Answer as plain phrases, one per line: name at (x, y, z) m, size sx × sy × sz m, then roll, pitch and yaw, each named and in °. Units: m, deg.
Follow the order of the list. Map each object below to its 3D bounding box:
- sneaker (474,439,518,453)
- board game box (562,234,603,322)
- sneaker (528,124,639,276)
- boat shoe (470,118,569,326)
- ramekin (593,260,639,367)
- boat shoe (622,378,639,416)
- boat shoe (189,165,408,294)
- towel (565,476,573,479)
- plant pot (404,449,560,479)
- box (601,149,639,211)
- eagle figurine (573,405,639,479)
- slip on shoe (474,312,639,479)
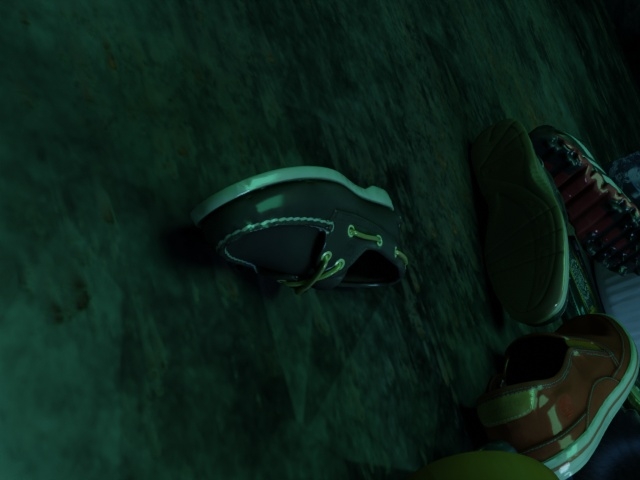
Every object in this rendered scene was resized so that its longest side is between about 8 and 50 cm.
sneaker at (0.184, 0.297, 0.605) m, size 0.111 × 0.121 × 0.300 m, roll 8°, pitch 63°, yaw -57°
board game box at (0.364, 0.083, 1.141) m, size 0.126 × 0.026 × 0.186 m, roll 0°, pitch 70°, yaw -58°
sneaker at (0.389, -0.067, 1.180) m, size 0.276 × 0.097 × 0.135 m, roll 44°, pitch 29°, yaw -10°
boat shoe at (0.247, -0.020, 0.951) m, size 0.092 × 0.102 × 0.285 m, roll 33°, pitch 38°, yaw -37°
ramekin at (0.560, 0.093, 1.352) m, size 0.273 × 0.127 × 0.273 m, roll 38°, pitch 40°, yaw -42°
boat shoe at (0.388, 0.207, 1.042) m, size 0.224 × 0.080 × 0.073 m, roll 53°, pitch 37°, yaw -15°
boat shoe at (0.000, 0.000, 0.553) m, size 0.227 × 0.081 × 0.069 m, roll 2°, pitch 64°, yaw -61°
towel at (0.223, 0.245, 0.799) m, size 0.119 × 0.029 × 0.067 m, roll -28°, pitch 95°, yaw -61°
plant pot at (0.109, 0.238, 0.475) m, size 0.205 × 0.205 × 0.188 m, roll 48°, pitch 19°, yaw -30°
box at (0.654, -0.100, 1.603) m, size 0.093 × 0.158 × 0.156 m, roll -2°, pitch 71°, yaw -59°
eagle figurine at (0.391, 0.325, 0.812) m, size 0.226 × 0.225 × 0.299 m, roll 20°, pitch 59°, yaw -37°
slip on shoe at (0.245, 0.134, 0.832) m, size 0.331 × 0.123 × 0.101 m, roll -27°, pitch 88°, yaw -56°
